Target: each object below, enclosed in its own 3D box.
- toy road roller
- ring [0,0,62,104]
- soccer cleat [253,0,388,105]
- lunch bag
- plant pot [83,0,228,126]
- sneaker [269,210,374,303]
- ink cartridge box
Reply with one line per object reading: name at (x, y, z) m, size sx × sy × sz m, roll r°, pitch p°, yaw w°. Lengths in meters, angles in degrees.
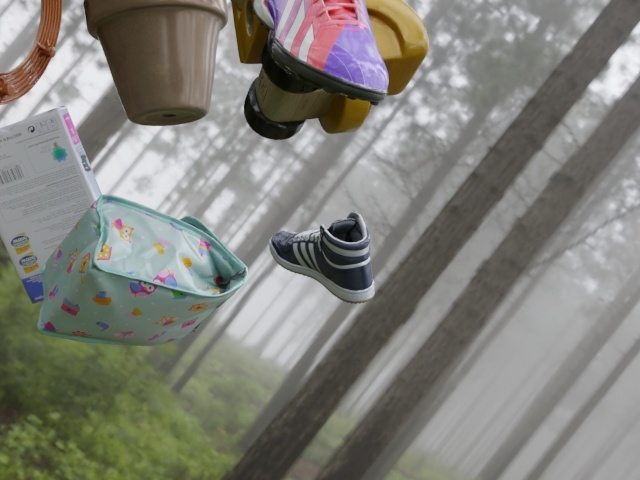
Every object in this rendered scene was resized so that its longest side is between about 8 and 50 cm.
toy road roller at (0.006, -0.309, 1.321) m, size 0.202 × 0.241 × 0.329 m, roll 127°, pitch -46°, yaw -66°
ring at (-0.548, -0.404, 1.659) m, size 0.032 × 0.336 × 0.336 m, roll 12°, pitch -9°, yaw 16°
soccer cleat at (0.005, -0.245, 0.998) m, size 0.109 × 0.116 × 0.318 m, roll 16°, pitch 25°, yaw -24°
lunch bag at (-0.270, 0.065, 1.450) m, size 0.262 × 0.223 × 0.160 m, roll 16°, pitch 50°, yaw -31°
plant pot at (-0.293, -0.337, 1.723) m, size 0.263 × 0.263 × 0.229 m, roll 90°, pitch -6°, yaw -85°
sneaker at (0.000, 0.000, 1.834) m, size 0.282 × 0.099 × 0.153 m, roll 29°, pitch -46°, yaw 41°
ink cartridge box at (-0.476, -0.059, 1.639) m, size 0.065 × 0.186 × 0.311 m, roll -84°, pitch 155°, yaw -77°
